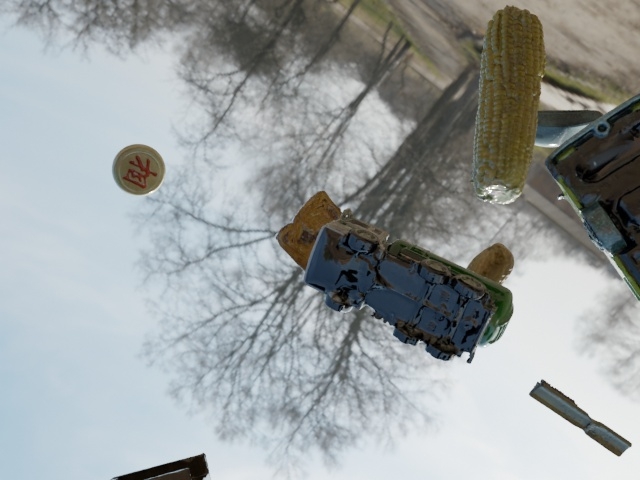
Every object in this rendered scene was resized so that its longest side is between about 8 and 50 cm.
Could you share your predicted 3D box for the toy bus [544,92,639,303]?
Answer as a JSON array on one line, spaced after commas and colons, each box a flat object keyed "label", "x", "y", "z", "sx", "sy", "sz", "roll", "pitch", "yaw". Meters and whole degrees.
[{"label": "toy bus", "x": 0.330, "y": 0.007, "z": 0.641, "sx": 0.262, "sy": 0.128, "sz": 0.150, "roll": 61, "pitch": -163, "yaw": 17}]

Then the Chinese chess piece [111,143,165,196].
[{"label": "Chinese chess piece", "x": -0.419, "y": -0.162, "z": 1.620, "sx": 0.122, "sy": 0.122, "sz": 0.051, "roll": 33, "pitch": -177, "yaw": -18}]

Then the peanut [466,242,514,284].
[{"label": "peanut", "x": 0.364, "y": 0.108, "z": 1.590, "sx": 0.108, "sy": 0.226, "sz": 0.095, "roll": 33, "pitch": 171, "yaw": -23}]

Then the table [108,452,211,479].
[{"label": "table", "x": -0.243, "y": 0.442, "z": 1.040, "sx": 0.169, "sy": 0.172, "sz": 0.193, "roll": 99, "pitch": 157, "yaw": -81}]

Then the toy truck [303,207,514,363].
[{"label": "toy truck", "x": 0.110, "y": 0.053, "z": 0.843, "sx": 0.242, "sy": 0.101, "sz": 0.125, "roll": 25, "pitch": -158, "yaw": 14}]

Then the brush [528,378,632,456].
[{"label": "brush", "x": 0.521, "y": 0.353, "z": 1.406, "sx": 0.248, "sy": 0.043, "sz": 0.036, "roll": 34, "pitch": -151, "yaw": -11}]

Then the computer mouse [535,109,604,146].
[{"label": "computer mouse", "x": 0.539, "y": -0.242, "z": 1.560, "sx": 0.228, "sy": 0.068, "sz": 0.113, "roll": 3, "pitch": 171, "yaw": 17}]

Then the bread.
[{"label": "bread", "x": 0.000, "y": 0.000, "z": 1.440, "sx": 0.158, "sy": 0.149, "sz": 0.143, "roll": 51, "pitch": -178, "yaw": 0}]

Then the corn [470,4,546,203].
[{"label": "corn", "x": 0.249, "y": -0.187, "z": 0.928, "sx": 0.086, "sy": 0.288, "sz": 0.086, "roll": 10, "pitch": 161, "yaw": 3}]
